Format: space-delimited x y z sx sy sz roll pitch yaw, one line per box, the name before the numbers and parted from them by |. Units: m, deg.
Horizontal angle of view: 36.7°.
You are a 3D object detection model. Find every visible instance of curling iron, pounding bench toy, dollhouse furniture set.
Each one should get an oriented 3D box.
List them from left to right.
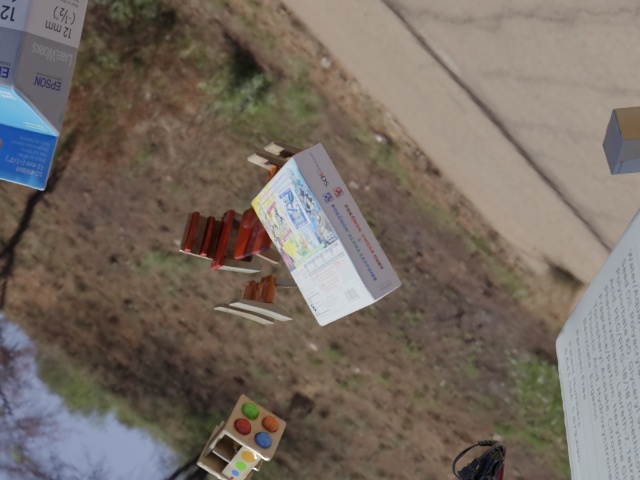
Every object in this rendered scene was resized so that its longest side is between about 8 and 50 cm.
dollhouse furniture set | -0.119 -0.010 1.525 0.135 0.262 0.259 17 166 -21
pounding bench toy | -0.068 0.180 0.915 0.052 0.065 0.083 34 -149 -4
curling iron | 0.184 0.345 1.143 0.035 0.068 0.274 -131 35 -53

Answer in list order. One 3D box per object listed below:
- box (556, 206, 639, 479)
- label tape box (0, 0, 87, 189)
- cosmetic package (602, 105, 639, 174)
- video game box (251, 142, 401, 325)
box | 0.182 0.085 0.288 0.181 0.182 0.119 5 144 -4
label tape box | -0.430 -0.259 1.189 0.249 0.348 0.115 15 -177 20
cosmetic package | 0.340 -0.101 0.940 0.060 0.115 0.041 81 -177 -57
video game box | 0.000 0.000 1.158 0.187 0.048 0.205 58 159 1
